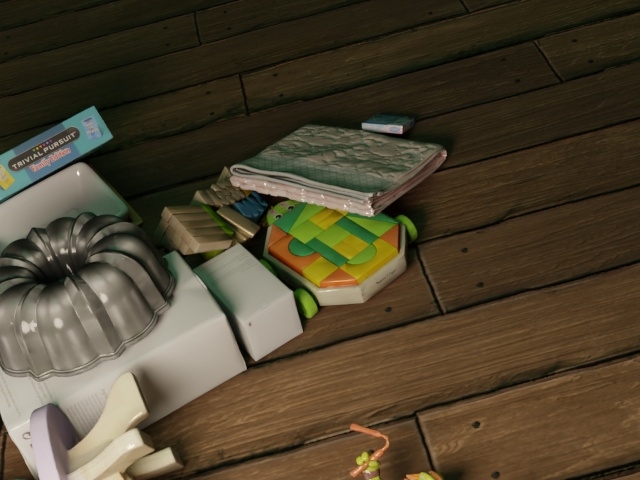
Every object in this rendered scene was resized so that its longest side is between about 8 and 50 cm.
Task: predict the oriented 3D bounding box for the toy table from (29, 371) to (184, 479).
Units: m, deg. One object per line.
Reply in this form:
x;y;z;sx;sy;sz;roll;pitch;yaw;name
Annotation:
-0.299;0.340;1.432;0.161;0.252;0.274;-25;81;-3;toy table

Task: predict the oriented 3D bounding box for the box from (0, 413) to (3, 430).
-0.585;0.246;1.638;0.045;0.190;0.184;-9;40;11;box

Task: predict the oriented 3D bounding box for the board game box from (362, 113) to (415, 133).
0.145;-0.247;2.084;0.090;0.020;0.090;7;22;22;board game box

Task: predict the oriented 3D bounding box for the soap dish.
-0.522;-0.009;1.944;0.291;0.118;0.229;-33;51;-21;soap dish

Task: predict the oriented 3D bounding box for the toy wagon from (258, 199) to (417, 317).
0.000;0.000;1.838;0.267;0.068;0.344;-36;45;-23;toy wagon

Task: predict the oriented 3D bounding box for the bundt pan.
-0.412;0.069;1.608;0.331;0.124;0.330;-10;36;8;bundt pan

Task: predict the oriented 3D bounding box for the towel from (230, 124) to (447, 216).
0.037;-0.152;1.946;0.332;0.053;0.317;14;29;28;towel

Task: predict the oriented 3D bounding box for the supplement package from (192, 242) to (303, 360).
-0.128;0.106;1.727;0.105;0.105;0.179;-30;43;-20;supplement package

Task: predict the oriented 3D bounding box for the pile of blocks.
-0.193;-0.027;1.884;0.149;0.112;0.362;34;28;5;pile of blocks

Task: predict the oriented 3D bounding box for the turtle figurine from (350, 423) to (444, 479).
0.101;0.388;1.361;0.270;0.087;0.217;31;65;29;turtle figurine

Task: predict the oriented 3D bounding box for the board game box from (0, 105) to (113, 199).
-0.589;-0.164;2.050;0.254;0.079;0.336;-33;9;-20;board game box

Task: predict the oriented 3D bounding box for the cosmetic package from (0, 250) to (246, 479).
-0.347;0.203;1.647;0.385;0.156;0.217;-26;42;-15;cosmetic package
